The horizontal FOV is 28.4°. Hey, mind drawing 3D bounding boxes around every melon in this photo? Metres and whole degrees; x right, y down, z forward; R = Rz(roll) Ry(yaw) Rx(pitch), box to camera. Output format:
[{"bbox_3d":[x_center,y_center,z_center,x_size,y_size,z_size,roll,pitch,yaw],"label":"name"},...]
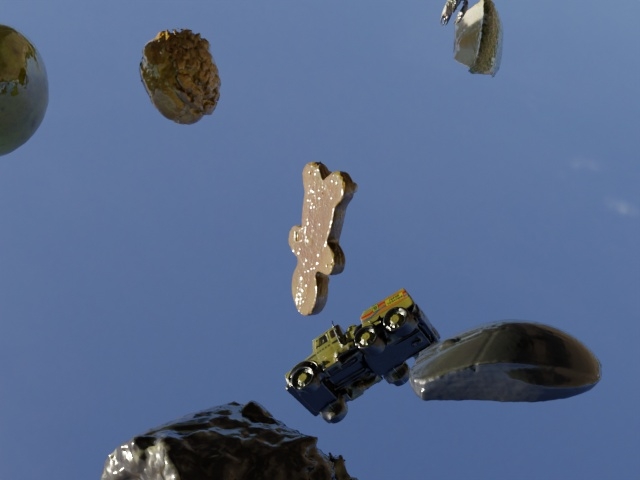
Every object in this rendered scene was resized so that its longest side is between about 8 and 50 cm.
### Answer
[{"bbox_3d":[0.282,-0.369,2.273,0.093,0.139,0.202,9,-157,11],"label":"melon"}]

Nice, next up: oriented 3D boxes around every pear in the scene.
[{"bbox_3d":[-0.624,-0.283,2.327,0.253,0.253,0.307,16,175,-3],"label":"pear"}]

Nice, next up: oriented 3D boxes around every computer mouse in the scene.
[{"bbox_3d":[0.247,0.158,1.733,0.269,0.086,0.137,-3,-160,23],"label":"computer mouse"}]

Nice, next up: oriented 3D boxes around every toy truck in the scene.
[{"bbox_3d":[0.064,0.187,2.103,0.127,0.257,0.127,49,-172,-44],"label":"toy truck"}]

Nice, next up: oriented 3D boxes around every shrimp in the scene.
[{"bbox_3d":[0.197,-0.349,1.819,0.038,0.092,0.029,31,-145,33],"label":"shrimp"}]

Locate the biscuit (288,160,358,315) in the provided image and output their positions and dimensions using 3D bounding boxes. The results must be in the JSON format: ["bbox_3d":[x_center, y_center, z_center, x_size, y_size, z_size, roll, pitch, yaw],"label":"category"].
[{"bbox_3d":[0.000,0.000,2.428,0.049,0.301,0.197,2,-164,-26],"label":"biscuit"}]

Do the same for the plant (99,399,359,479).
[{"bbox_3d":[-0.063,0.285,1.342,0.312,0.213,0.215,-5,-164,-36],"label":"plant"}]

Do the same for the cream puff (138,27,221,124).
[{"bbox_3d":[-0.259,-0.318,2.415,0.129,0.189,0.189,-23,-155,19],"label":"cream puff"}]
